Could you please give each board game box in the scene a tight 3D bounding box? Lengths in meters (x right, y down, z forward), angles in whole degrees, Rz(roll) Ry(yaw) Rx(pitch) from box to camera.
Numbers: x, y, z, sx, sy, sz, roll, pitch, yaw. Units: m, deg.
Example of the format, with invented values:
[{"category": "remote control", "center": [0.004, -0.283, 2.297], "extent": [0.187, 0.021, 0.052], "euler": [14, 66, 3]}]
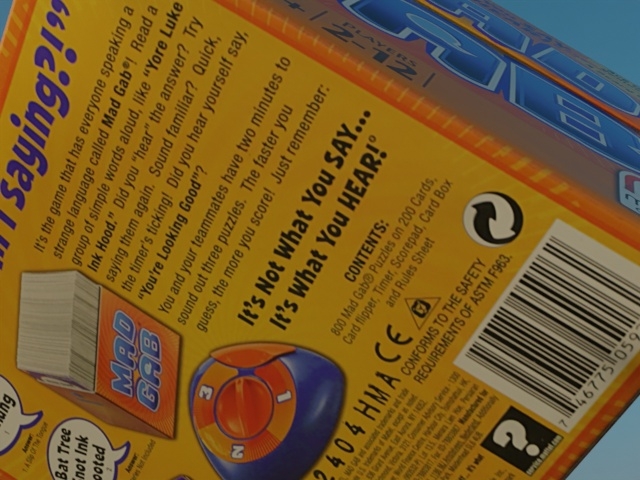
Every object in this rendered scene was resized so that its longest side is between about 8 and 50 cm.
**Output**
[{"category": "board game box", "center": [0.000, 0.000, 0.604], "extent": [0.356, 0.356, 0.356], "euler": [31, -63, 3]}]
